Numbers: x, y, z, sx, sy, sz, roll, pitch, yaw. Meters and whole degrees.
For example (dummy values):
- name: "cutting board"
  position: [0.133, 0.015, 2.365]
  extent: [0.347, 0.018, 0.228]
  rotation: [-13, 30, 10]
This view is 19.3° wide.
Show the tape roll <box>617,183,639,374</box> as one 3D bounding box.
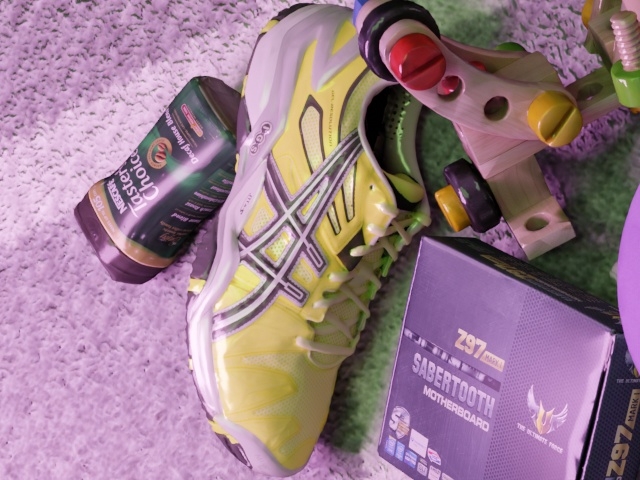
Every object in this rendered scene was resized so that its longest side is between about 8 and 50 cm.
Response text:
- name: "tape roll"
  position: [0.332, 0.025, 1.189]
  extent: [0.275, 0.090, 0.275]
  rotation: [-1, 94, -8]

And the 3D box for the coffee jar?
- name: "coffee jar"
  position: [-0.130, -0.049, 1.627]
  extent: [0.184, 0.079, 0.096]
  rotation: [-45, 61, 21]

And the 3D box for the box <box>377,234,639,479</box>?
- name: "box"
  position: [0.140, 0.114, 1.368]
  extent: [0.233, 0.059, 0.183]
  rotation: [30, 112, 52]

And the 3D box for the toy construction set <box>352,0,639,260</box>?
- name: "toy construction set"
  position: [0.196, -0.100, 1.353]
  extent: [0.309, 0.257, 0.237]
  rotation: [21, 140, 51]

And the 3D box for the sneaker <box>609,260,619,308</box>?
- name: "sneaker"
  position: [0.275, 0.136, 1.322]
  extent: [0.152, 0.114, 0.305]
  rotation: [-20, 71, 52]

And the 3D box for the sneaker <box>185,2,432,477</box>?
- name: "sneaker"
  position: [0.000, 0.000, 1.492]
  extent: [0.147, 0.145, 0.384]
  rotation: [8, 89, 36]
